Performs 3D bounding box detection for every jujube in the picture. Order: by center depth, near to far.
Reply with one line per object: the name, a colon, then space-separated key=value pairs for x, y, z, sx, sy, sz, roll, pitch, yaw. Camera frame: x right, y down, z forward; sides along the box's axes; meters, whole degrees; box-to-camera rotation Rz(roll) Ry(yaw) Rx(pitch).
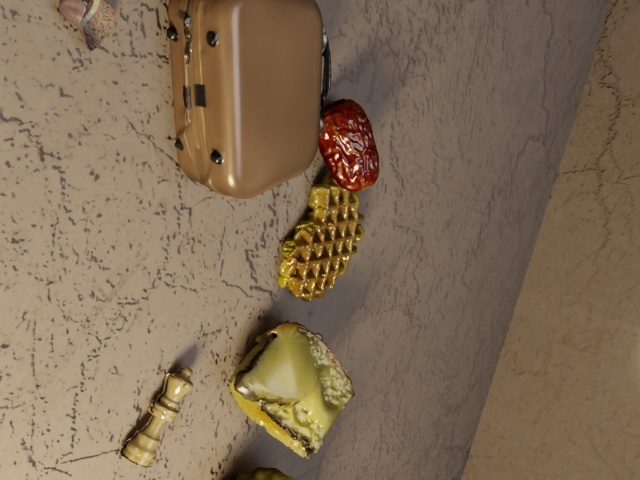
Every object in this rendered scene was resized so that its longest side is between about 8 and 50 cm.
jujube: x=0.052 y=-0.179 z=1.093 sx=0.112 sy=0.109 sz=0.176 roll=-28 pitch=113 yaw=-17

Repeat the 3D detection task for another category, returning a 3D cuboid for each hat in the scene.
hat: x=-0.283 y=-0.270 z=0.682 sx=0.058 sy=0.042 sz=0.087 roll=-59 pitch=178 yaw=-9

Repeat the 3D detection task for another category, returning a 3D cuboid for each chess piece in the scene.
chess piece: x=-0.270 y=0.293 z=0.971 sx=0.172 sy=0.060 sz=0.060 roll=-62 pitch=144 yaw=-13

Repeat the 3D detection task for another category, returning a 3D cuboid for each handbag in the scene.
handbag: x=-0.085 y=-0.235 z=0.865 sx=0.283 sy=0.149 sz=0.302 roll=-23 pitch=123 yaw=-42

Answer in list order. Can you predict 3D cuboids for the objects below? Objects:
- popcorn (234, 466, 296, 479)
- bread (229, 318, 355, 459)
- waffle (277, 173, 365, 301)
popcorn: x=-0.109 y=0.588 z=1.153 sx=0.293 sy=0.293 sz=0.237 roll=-15 pitch=77 yaw=-49
bread: x=-0.063 y=0.283 z=1.152 sx=0.204 sy=0.162 sz=0.262 roll=-47 pitch=117 yaw=-26
waffle: x=0.001 y=0.000 z=1.175 sx=0.253 sy=0.056 sz=0.249 roll=-45 pitch=138 yaw=-28
